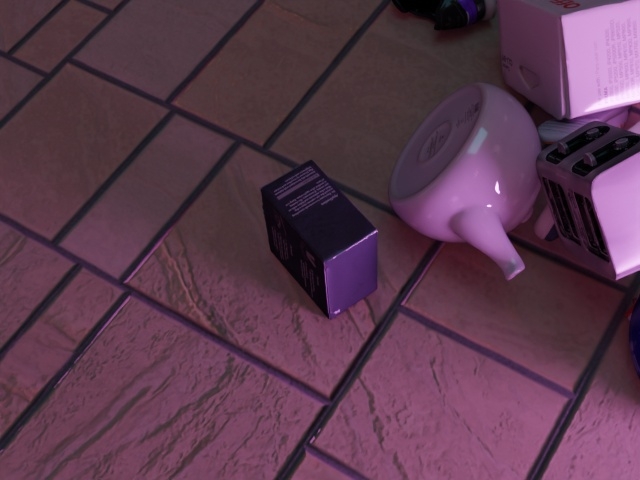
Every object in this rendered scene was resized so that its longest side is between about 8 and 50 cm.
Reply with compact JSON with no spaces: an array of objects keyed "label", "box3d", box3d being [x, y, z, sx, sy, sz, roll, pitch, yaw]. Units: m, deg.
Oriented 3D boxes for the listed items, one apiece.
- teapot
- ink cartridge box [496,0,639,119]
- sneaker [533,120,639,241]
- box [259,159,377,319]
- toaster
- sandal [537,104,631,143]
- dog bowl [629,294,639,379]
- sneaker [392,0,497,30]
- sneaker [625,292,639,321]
[{"label":"teapot","box3d":[0.234,-0.093,1.374,0.187,0.252,0.256,34,83,-18]},{"label":"ink cartridge box","box3d":[0.497,-0.330,1.452,0.384,0.160,0.279,-14,23,-4]},{"label":"sneaker","box3d":[0.475,-0.084,1.386,0.350,0.131,0.148,-36,75,-10]},{"label":"box","box3d":[0.000,0.000,1.345,0.093,0.156,0.158,-32,60,-17]},{"label":"toaster","box3d":[0.378,-0.050,1.238,0.110,0.186,0.168,-25,20,-4]},{"label":"sandal","box3d":[0.395,-0.160,1.444,0.102,0.076,0.265,4,21,34]},{"label":"dog bowl","box3d":[0.541,0.125,1.218,0.265,0.104,0.265,0,69,0]},{"label":"sneaker","box3d":[0.176,-0.478,1.678,0.146,0.102,0.293,-26,59,-12]},{"label":"sneaker","box3d":[0.480,0.090,1.315,0.118,0.042,0.067,-29,62,-11]}]
